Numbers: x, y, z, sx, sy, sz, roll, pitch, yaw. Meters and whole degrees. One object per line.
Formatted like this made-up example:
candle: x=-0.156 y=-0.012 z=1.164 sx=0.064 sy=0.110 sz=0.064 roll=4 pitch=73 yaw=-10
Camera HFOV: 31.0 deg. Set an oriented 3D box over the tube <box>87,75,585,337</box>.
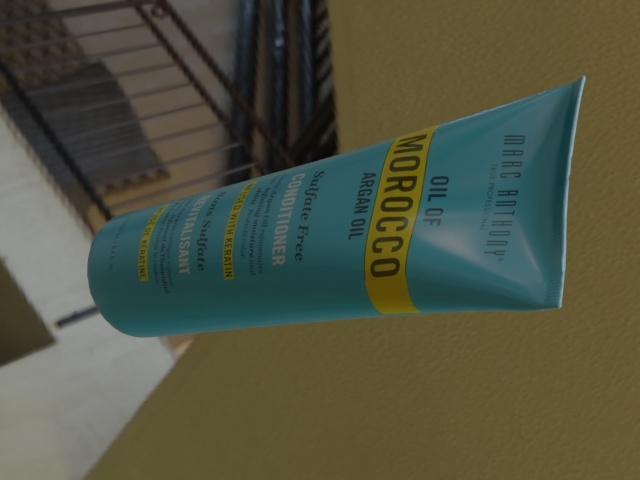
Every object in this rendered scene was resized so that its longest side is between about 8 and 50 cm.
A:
tube: x=0.000 y=0.000 z=0.412 sx=0.207 sy=0.052 sz=0.080 roll=-11 pitch=-119 yaw=40
